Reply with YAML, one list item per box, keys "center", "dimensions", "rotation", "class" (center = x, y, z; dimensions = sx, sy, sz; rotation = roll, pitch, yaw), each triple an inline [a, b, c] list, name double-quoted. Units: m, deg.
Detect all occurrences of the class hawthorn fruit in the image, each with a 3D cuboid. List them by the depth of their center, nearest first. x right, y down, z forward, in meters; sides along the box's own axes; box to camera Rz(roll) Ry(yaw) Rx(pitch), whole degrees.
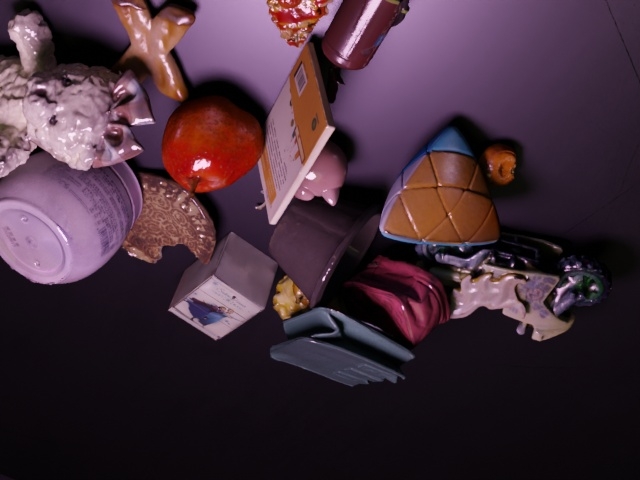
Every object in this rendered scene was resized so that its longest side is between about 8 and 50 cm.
- center: [-0.222, -0.168, 1.650]
  dimensions: [0.197, 0.225, 0.196]
  rotation: [11, 144, 8]
  class: "hawthorn fruit"

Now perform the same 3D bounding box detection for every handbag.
- center: [0.159, 0.127, 1.787]
  dimensions: [0.225, 0.135, 0.146]
  rotation: [16, 133, 52]
  class: "handbag"
- center: [0.040, 0.233, 1.800]
  dimensions: [0.238, 0.089, 0.326]
  rotation: [25, 161, -12]
  class: "handbag"

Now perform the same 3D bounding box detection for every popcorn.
- center: [-0.020, 0.136, 1.948]
  dimensions: [0.168, 0.173, 0.195]
  rotation: [58, 147, 12]
  class: "popcorn"

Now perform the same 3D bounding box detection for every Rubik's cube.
- center: [0.186, -0.062, 1.654]
  dimensions: [0.254, 0.254, 0.254]
  rotation: [7, 136, 7]
  class: "Rubik's cube"

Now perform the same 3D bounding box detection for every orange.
- center: [0.339, -0.147, 1.644]
  dimensions: [0.086, 0.062, 0.086]
  rotation: [-10, 114, -22]
  class: "orange"

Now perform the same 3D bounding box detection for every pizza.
- center: [-0.043, -0.412, 1.477]
  dimensions: [0.188, 0.062, 0.199]
  rotation: [8, 137, 9]
  class: "pizza"

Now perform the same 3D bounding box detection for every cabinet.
- center: [-0.231, 0.115, 1.993]
  dimensions: [0.145, 0.150, 0.206]
  rotation: [36, 133, -21]
  class: "cabinet"

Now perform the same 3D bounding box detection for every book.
- center: [-0.057, -0.196, 1.590]
  dimensions: [0.020, 0.208, 0.295]
  rotation: [4, 145, -25]
  class: "book"

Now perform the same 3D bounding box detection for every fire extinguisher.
- center: [0.088, -0.383, 1.418]
  dimensions: [0.105, 0.141, 0.341]
  rotation: [21, 133, -13]
  class: "fire extinguisher"

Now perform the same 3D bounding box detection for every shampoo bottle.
- center: [-0.538, -0.063, 1.792]
  dimensions: [0.273, 0.266, 0.273]
  rotation: [13, 126, 18]
  class: "shampoo bottle"

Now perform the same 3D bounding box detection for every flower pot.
- center: [0.000, 0.000, 1.781]
  dimensions: [0.166, 0.269, 0.269]
  rotation: [34, 138, 13]
  class: "flower pot"

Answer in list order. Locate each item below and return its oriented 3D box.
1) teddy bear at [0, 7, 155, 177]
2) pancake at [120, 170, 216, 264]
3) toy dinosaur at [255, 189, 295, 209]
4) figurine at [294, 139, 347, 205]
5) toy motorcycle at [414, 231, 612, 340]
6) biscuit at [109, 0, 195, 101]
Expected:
- center: [-0.559, -0.275, 1.570]
  dimensions: [0.362, 0.327, 0.375]
  rotation: [11, 171, 46]
  class: "teddy bear"
- center: [-0.368, -0.038, 1.926]
  dimensions: [0.286, 0.033, 0.288]
  rotation: [37, 133, -7]
  class: "pancake"
- center: [-0.079, -0.106, 1.814]
  dimensions: [0.180, 0.037, 0.058]
  rotation: [-12, 154, 34]
  class: "toy dinosaur"
- center: [-0.007, -0.144, 1.685]
  dimensions: [0.125, 0.138, 0.125]
  rotation: [9, 142, 7]
  class: "figurine"
- center: [0.393, 0.086, 1.797]
  dimensions: [0.410, 0.168, 0.237]
  rotation: [16, 130, 8]
  class: "toy motorcycle"
- center: [-0.320, -0.368, 1.601]
  dimensions: [0.164, 0.047, 0.208]
  rotation: [18, 137, 1]
  class: "biscuit"
